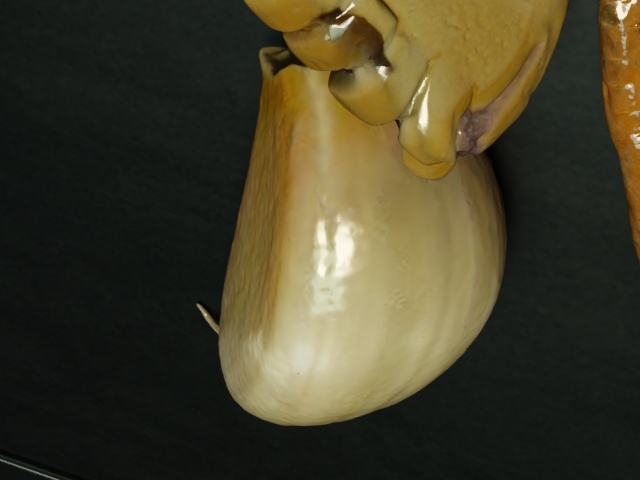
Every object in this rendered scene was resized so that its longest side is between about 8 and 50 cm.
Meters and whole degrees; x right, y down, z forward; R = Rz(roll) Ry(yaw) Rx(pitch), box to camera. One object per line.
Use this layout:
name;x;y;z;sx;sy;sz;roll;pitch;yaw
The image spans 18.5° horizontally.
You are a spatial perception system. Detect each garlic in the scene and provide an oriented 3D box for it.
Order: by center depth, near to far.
garlic;0.008;0.012;1.035;0.164;0.145;0.245;45;138;25

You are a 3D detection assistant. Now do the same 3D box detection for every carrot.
carrot;0.166;-0.051;0.971;0.047;0.047;0.191;-6;121;23

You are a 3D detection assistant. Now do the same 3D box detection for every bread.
bread;0.023;-0.136;0.887;0.225;0.134;0.081;47;167;-29
